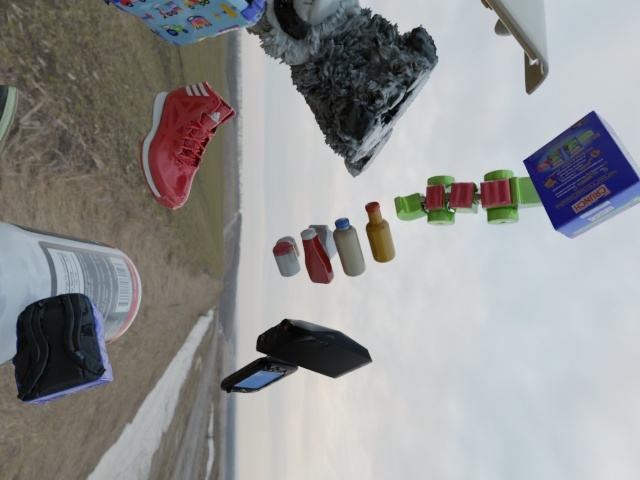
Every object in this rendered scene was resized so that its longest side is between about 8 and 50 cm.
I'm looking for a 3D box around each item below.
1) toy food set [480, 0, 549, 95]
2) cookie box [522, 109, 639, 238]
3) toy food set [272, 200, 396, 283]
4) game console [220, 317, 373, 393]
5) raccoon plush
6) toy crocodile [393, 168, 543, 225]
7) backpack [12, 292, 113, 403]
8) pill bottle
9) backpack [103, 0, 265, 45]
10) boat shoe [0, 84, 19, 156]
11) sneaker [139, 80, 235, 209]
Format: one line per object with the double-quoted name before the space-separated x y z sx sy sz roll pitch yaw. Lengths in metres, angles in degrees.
"toy food set" 0.323 -0.447 0.774 0.092 0.306 0.219 -24 -138 48
"cookie box" 0.289 -0.071 0.454 0.092 0.040 0.107 -43 -141 43
"toy food set" 0.000 0.000 0.708 0.111 0.233 0.104 -47 129 -44
"game console" -0.078 0.277 0.901 0.361 0.213 0.043 -38 -143 36
"raccoon plush" -0.006 -0.279 0.744 0.216 0.299 0.446 -47 176 -22
"toy crocodile" 0.334 -0.096 0.923 0.105 0.341 0.115 16 76 -57
"backpack" -0.324 0.133 0.520 0.120 0.098 0.101 70 -25 16
"pill bottle" -0.467 0.083 0.639 0.363 0.211 0.210 50 37 -79
"backpack" -0.139 -0.264 0.339 0.173 0.159 0.116 14 78 -66
"boat shoe" -0.522 -0.138 0.615 0.080 0.074 0.223 7 -100 52
"sneaker" -0.204 -0.164 0.648 0.087 0.128 0.221 29 49 -60
